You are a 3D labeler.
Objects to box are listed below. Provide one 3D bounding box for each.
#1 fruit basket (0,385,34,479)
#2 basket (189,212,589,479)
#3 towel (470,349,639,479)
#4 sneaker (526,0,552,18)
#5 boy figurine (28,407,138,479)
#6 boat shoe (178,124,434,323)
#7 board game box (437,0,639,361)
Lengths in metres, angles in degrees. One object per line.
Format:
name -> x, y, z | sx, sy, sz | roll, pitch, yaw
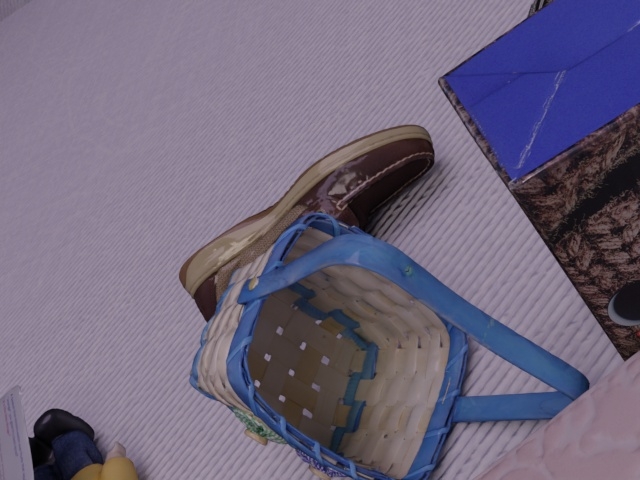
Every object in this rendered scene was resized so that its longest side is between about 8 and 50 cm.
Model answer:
fruit basket -> -0.400, 0.383, 0.858 | 0.353, 0.165, 0.327 | -38, 49, 12
basket -> 0.043, 0.097, 0.692 | 0.289, 0.255, 0.201 | -27, 35, 50
towel -> 0.185, 0.211, 0.473 | 0.317, 0.053, 0.332 | -47, 14, 25
sneaker -> 0.289, -0.190, 0.855 | 0.146, 0.134, 0.343 | -37, 34, 52
boy figurine -> -0.275, 0.312, 0.900 | 0.177, 0.092, 0.285 | -44, 35, -5
boat shoe -> 0.000, 0.000, 0.943 | 0.342, 0.123, 0.123 | -33, 69, 6
board game box -> 0.266, -0.053, 0.586 | 0.232, 0.291, 0.141 | -34, 40, 14
